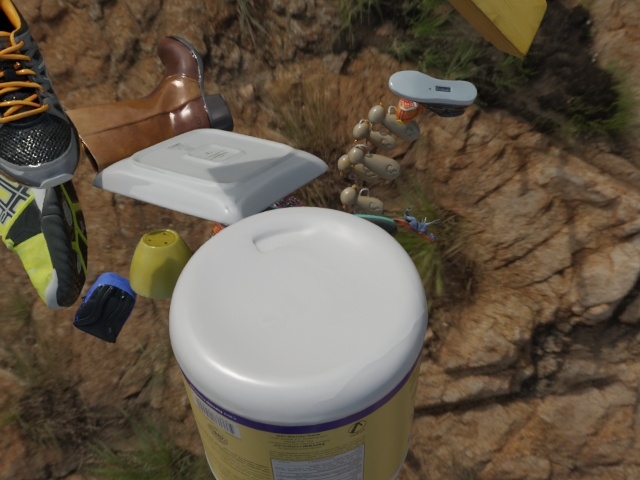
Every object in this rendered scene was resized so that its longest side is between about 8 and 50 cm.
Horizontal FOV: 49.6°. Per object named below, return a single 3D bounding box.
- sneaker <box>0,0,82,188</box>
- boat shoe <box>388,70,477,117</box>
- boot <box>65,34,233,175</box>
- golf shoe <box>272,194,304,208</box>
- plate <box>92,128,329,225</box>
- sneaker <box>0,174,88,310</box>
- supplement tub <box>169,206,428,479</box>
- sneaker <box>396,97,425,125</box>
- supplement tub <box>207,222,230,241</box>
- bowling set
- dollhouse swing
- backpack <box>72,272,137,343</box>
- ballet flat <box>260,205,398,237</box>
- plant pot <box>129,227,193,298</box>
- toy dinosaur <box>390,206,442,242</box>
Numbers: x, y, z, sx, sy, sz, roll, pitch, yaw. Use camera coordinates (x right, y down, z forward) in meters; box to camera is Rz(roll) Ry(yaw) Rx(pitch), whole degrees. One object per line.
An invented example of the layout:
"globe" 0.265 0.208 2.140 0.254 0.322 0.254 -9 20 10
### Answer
"sneaker" -0.277 -0.140 0.612 0.084 0.083 0.214 -24 73 -25
"boat shoe" 0.227 -0.298 1.448 0.184 0.083 0.065 9 71 -4
"boot" -0.345 -0.260 1.316 0.281 0.096 0.264 -22 75 -23
"golf shoe" -0.118 -0.082 1.761 0.186 0.085 0.067 26 47 12
"plate" -0.168 -0.119 1.099 0.278 0.277 0.045 16 120 25
"sneaker" -0.445 -0.079 0.998 0.147 0.145 0.384 -18 95 -8
"supplement tub" -0.017 0.155 0.742 0.241 0.331 0.241 -1 47 1
"sneaker" 0.235 -0.341 1.719 0.064 0.067 0.175 35 47 19
"supplement tub" -0.194 -0.036 1.634 0.106 0.106 0.197 24 102 0
"bowling set" 0.110 -0.222 1.817 0.154 0.200 0.286 19 99 -30
"dollhouse swing" 0.453 -0.664 1.641 0.315 0.347 0.305 40 104 -14
"backpack" -0.427 0.123 1.390 0.098 0.101 0.120 26 110 -22
"ballet flat" 0.000 0.000 1.282 0.281 0.095 0.096 5 64 6
"plant pot" -0.302 0.034 1.323 0.134 0.134 0.095 1 123 0
"toy dinosaur" 0.183 -0.024 1.314 0.090 0.047 0.082 -28 96 2
